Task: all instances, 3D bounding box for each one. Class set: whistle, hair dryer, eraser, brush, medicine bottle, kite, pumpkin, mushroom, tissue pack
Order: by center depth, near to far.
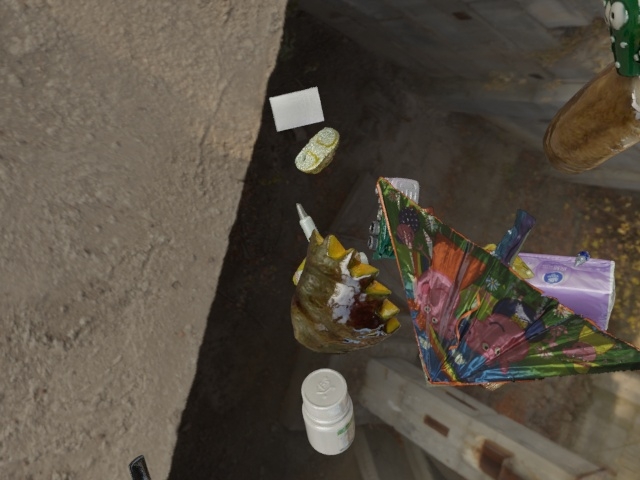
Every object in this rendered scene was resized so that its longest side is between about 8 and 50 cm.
[{"bbox_3d":[0.151,0.064,0.531,0.016,0.321,0.234,-13,132,-40],"label":"kite"},{"bbox_3d":[0.035,0.124,0.860,0.149,0.130,0.254,-41,118,-18],"label":"pumpkin"},{"bbox_3d":[0.007,-0.004,1.074,0.154,0.044,0.183,-15,97,-13],"label":"hair dryer"},{"bbox_3d":[0.650,0.045,1.282,0.083,0.029,0.033,-23,151,-47],"label":"whistle"},{"bbox_3d":[0.020,0.450,1.359,0.139,0.139,0.237,-35,138,-27],"label":"medicine bottle"},{"bbox_3d":[0.732,-0.322,1.375,0.225,0.313,0.397,61,28,6],"label":"mushroom"},{"bbox_3d":[-0.471,0.683,1.399,0.063,0.016,0.194,-20,93,-69],"label":"brush"},{"bbox_3d":[-0.072,-0.398,1.564,0.150,0.023,0.104,-13,104,0],"label":"eraser"},{"bbox_3d":[0.790,0.173,1.724,0.160,0.337,0.242,-66,146,-31],"label":"tissue pack"}]

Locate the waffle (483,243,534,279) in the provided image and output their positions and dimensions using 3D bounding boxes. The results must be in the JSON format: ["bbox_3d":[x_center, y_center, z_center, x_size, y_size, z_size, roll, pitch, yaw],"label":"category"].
[{"bbox_3d":[0.363,0.079,1.229,0.249,0.261,0.056,-13,112,8],"label":"waffle"}]

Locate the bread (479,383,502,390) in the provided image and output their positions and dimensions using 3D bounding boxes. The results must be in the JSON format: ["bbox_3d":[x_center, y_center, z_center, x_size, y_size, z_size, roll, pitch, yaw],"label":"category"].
[{"bbox_3d":[0.260,0.197,0.827,0.053,0.085,0.085,-34,133,22],"label":"bread"}]

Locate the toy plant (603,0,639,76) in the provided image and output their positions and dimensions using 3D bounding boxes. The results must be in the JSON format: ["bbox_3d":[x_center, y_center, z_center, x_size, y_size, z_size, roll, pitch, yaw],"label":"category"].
[{"bbox_3d":[0.665,-0.474,1.085,0.232,0.112,0.244,-28,107,-78],"label":"toy plant"}]

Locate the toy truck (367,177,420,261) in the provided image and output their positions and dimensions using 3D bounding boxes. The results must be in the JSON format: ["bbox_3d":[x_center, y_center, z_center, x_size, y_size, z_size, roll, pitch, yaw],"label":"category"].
[{"bbox_3d":[0.197,-0.053,1.312,0.110,0.116,0.216,7,90,-17],"label":"toy truck"}]

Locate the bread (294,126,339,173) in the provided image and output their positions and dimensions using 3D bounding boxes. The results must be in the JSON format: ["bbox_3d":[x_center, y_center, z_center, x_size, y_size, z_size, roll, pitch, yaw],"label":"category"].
[{"bbox_3d":[-0.004,-0.252,1.534,0.157,0.083,0.094,-43,160,-21],"label":"bread"}]

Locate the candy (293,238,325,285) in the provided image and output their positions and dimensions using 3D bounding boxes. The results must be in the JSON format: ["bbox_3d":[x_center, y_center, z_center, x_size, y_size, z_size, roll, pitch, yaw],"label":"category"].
[{"bbox_3d":[-0.005,0.069,1.663,0.094,0.106,0.199,33,66,-5],"label":"candy"}]
